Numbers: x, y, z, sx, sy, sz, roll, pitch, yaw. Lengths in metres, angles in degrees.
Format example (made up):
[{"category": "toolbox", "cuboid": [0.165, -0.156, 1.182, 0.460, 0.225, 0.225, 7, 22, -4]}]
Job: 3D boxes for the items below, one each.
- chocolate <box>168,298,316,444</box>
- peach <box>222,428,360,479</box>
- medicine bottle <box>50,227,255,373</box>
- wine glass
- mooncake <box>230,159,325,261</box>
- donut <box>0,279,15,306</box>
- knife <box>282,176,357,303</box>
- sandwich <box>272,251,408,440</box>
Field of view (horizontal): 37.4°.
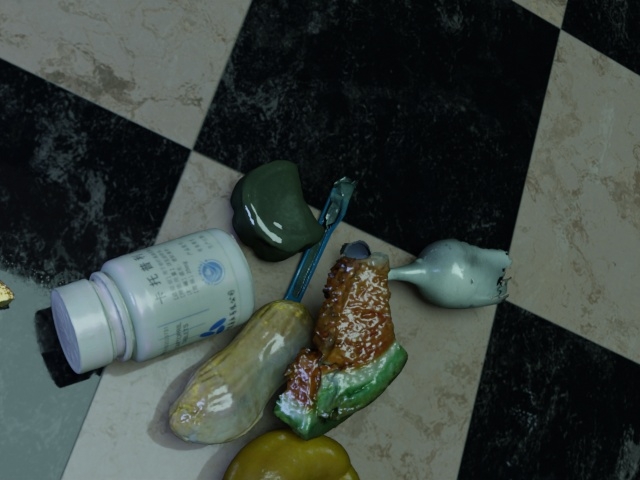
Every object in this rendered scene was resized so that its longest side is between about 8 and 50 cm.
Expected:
[{"category": "chocolate", "cuboid": [-0.118, 0.217, 1.537, 0.134, 0.134, 0.309, 50, 60, -4]}, {"category": "peach", "cuboid": [-0.042, 0.422, 1.503, 0.251, 0.153, 0.251, 4, 80, -23]}, {"category": "medicine bottle", "cuboid": [-0.263, 0.096, 1.484, 0.292, 0.170, 0.170, -19, 83, -27]}, {"category": "wine glass", "cuboid": [0.193, 0.065, 1.725, 0.321, 0.143, 0.143, -1, 75, -28]}, {"category": "mooncake", "cuboid": [-0.074, -0.051, 1.652, 0.168, 0.104, 0.175, 15, 67, -17]}, {"category": "donut", "cuboid": [-0.519, 0.091, 1.440, 0.067, 0.038, 0.083, 47, 67, -8]}, {"category": "knife", "cuboid": [0.001, 0.000, 1.715, 0.044, 0.026, 0.297, 36, 62, -25]}, {"category": "sandwich", "cuboid": [0.063, 0.166, 1.521, 0.250, 0.162, 0.301, -9, 114, -61]}]
